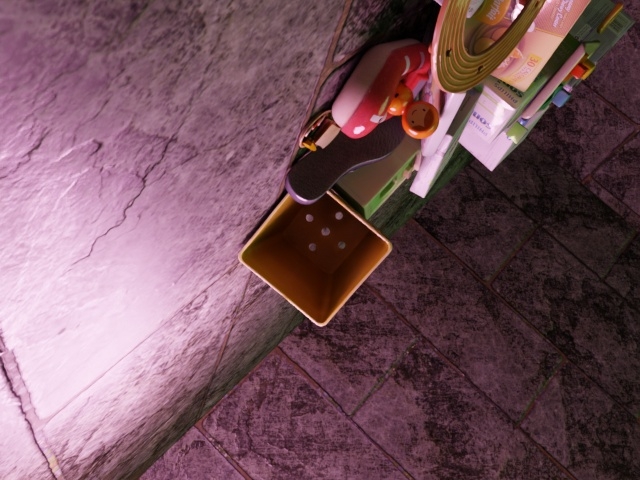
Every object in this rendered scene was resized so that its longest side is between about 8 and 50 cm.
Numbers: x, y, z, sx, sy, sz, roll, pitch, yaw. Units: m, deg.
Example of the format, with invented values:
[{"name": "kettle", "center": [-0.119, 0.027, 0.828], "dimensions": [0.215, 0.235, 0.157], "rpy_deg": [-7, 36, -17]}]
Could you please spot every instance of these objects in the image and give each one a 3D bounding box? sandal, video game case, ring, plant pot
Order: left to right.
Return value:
[{"name": "plant pot", "center": [0.000, 0.000, 1.325], "dimensions": [0.212, 0.212, 0.187], "rpy_deg": [-50, -177, 15]}, {"name": "sandal", "center": [0.039, -0.155, 1.191], "dimensions": [0.254, 0.097, 0.054], "rpy_deg": [-33, 178, -19]}, {"name": "video game case", "center": [0.199, -0.282, 1.137], "dimensions": [0.227, 0.026, 0.207], "rpy_deg": [100, -10, -72]}, {"name": "ring", "center": [0.246, -0.351, 0.891], "dimensions": [0.336, 0.032, 0.337], "rpy_deg": [-42, 155, -25]}]

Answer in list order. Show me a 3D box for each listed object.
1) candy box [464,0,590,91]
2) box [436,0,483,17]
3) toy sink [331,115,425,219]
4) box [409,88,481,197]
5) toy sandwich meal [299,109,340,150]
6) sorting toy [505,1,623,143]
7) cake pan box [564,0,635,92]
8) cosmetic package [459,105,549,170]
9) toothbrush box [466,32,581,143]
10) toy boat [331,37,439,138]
[{"name": "candy box", "center": [0.346, -0.411, 1.145], "dimensions": [0.088, 0.182, 0.316], "rpy_deg": [-60, 176, -24]}, {"name": "box", "center": [0.197, -0.380, 0.941], "dimensions": [0.102, 0.087, 0.101], "rpy_deg": [-51, 169, 28]}, {"name": "toy sink", "center": [0.128, -0.172, 1.348], "dimensions": [0.234, 0.131, 0.153], "rpy_deg": [-47, 171, -3]}, {"name": "box", "center": [0.244, -0.191, 1.323], "dimensions": [0.145, 0.038, 0.186], "rpy_deg": [-53, 169, -34]}, {"name": "toy sandwich meal", "center": [0.000, -0.174, 1.083], "dimensions": [0.085, 0.029, 0.085], "rpy_deg": [-45, 170, -10]}, {"name": "sorting toy", "center": [0.510, -0.329, 1.392], "dimensions": [0.348, 0.047, 0.196], "rpy_deg": [-55, 168, 32]}, {"name": "cake pan box", "center": [0.556, -0.498, 1.562], "dimensions": [0.267, 0.245, 0.070], "rpy_deg": [-46, 174, -13]}, {"name": "cosmetic package", "center": [0.422, -0.328, 1.713], "dimensions": [0.138, 0.225, 0.224], "rpy_deg": [-43, 170, -9]}, {"name": "toothbrush box", "center": [0.370, -0.367, 1.391], "dimensions": [0.283, 0.206, 0.122], "rpy_deg": [-41, 168, -28]}, {"name": "toy boat", "center": [0.125, -0.222, 1.074], "dimensions": [0.231, 0.151, 0.151], "rpy_deg": [-34, 164, -53]}]
